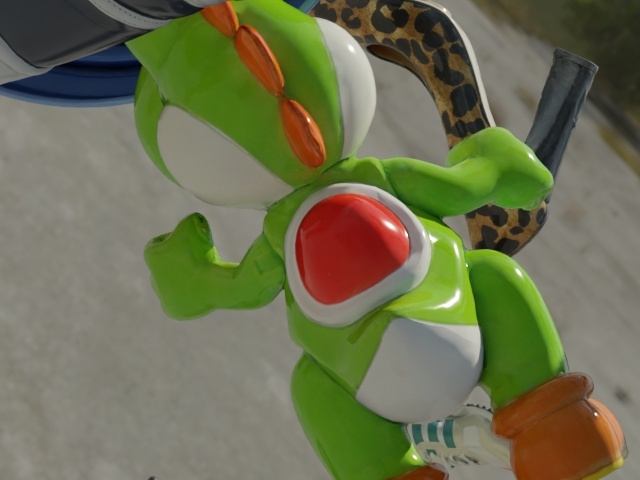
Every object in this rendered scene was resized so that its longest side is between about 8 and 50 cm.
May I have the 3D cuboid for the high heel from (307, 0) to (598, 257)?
[{"bbox_3d":[0.074,-0.097,1.423,0.261,0.186,0.093,22,2,18],"label":"high heel"}]

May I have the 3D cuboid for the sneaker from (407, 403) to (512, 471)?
[{"bbox_3d":[0.094,0.160,1.343,0.161,0.075,0.057,23,-20,47],"label":"sneaker"}]

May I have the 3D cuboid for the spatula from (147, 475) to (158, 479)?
[{"bbox_3d":[-0.173,0.341,1.766,0.030,0.296,0.084,2,41,-2],"label":"spatula"}]

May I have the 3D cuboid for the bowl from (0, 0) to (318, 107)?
[{"bbox_3d":[-0.144,-0.281,1.086,0.391,0.391,0.077,45,16,-4],"label":"bowl"}]

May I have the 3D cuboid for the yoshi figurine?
[{"bbox_3d":[0.008,-0.003,0.958,0.203,0.203,0.362,-28,86,-45],"label":"yoshi figurine"}]

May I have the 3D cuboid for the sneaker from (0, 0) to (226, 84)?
[{"bbox_3d":[-0.109,-0.186,0.600,0.099,0.153,0.282,-75,148,-47],"label":"sneaker"}]
